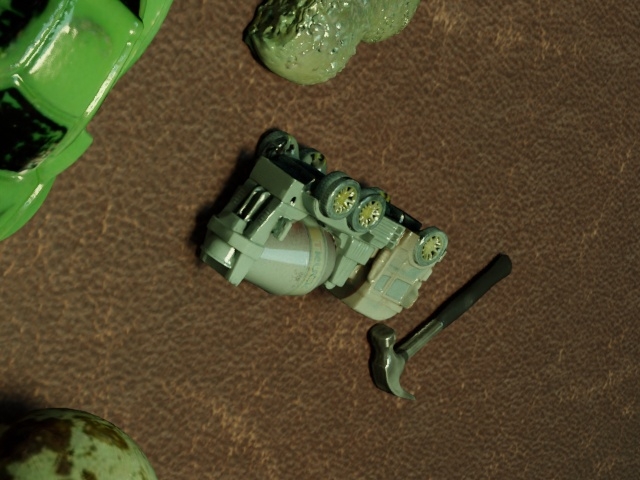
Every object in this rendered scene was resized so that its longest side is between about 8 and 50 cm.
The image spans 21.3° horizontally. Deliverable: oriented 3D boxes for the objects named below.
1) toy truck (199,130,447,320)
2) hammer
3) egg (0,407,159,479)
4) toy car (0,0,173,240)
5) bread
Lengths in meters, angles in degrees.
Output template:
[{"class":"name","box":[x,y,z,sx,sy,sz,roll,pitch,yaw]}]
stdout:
[{"class":"toy truck","box":[0.000,0.000,1.614,0.257,0.108,0.140,28,96,-51]},{"class":"hammer","box":[0.140,0.089,1.887,0.246,0.029,0.103,-36,131,-39]},{"class":"egg","box":[-0.208,0.234,1.398,0.169,0.169,0.231,-51,147,-25]},{"class":"toy car","box":[-0.214,-0.157,1.212,0.358,0.176,0.213,-61,141,-12]},{"class":"bread","box":[0.027,-0.240,1.571,0.232,0.064,0.172,-32,131,-41]}]
